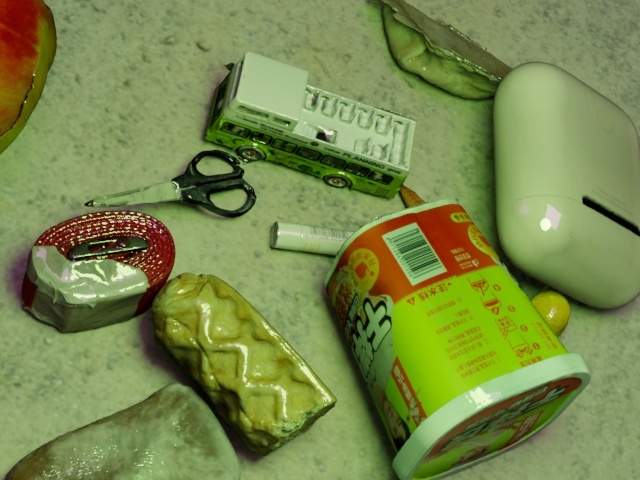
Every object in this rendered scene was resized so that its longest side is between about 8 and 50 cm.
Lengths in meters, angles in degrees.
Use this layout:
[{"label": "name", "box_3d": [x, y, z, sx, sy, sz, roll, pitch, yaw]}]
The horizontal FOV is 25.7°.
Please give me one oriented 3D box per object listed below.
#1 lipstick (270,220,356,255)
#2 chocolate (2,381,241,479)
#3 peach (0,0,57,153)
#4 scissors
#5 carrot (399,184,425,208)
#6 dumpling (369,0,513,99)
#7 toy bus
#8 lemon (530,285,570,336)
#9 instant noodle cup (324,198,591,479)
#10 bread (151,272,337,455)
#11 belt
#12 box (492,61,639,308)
[{"label": "lipstick", "box_3d": [0.000, 0.000, 2.016, 0.141, 0.040, 0.040, 7, 62, -17]}, {"label": "chocolate", "box_3d": [-0.240, 0.296, 1.745, 0.303, 0.100, 0.185, -25, 72, -32]}, {"label": "peach", "box_3d": [-0.526, -0.251, 1.768, 0.370, 0.370, 0.370, 9, 62, -17]}, {"label": "scissors", "box_3d": [-0.206, -0.069, 1.925, 0.300, 0.022, 0.109, -11, 68, -49]}, {"label": "carrot", "box_3d": [0.191, 0.015, 2.075, 0.061, 0.061, 0.257, -18, 68, -27]}, {"label": "dumpling", "box_3d": [0.212, -0.275, 2.211, 0.332, 0.086, 0.166, 27, 26, -6]}, {"label": "toy bus", "box_3d": [-0.007, -0.165, 2.038, 0.301, 0.139, 0.113, 17, 62, -14]}, {"label": "lemon", "box_3d": [0.338, 0.106, 2.077, 0.065, 0.065, 0.092, 16, 53, -13]}, {"label": "instant noodle cup", "box_3d": [0.166, 0.127, 1.899, 0.294, 0.294, 0.308, -15, 64, -27]}, {"label": "bread", "box_3d": [-0.112, 0.155, 1.833, 0.130, 0.152, 0.268, -42, 83, -9]}, {"label": "belt", "box_3d": [-0.289, 0.034, 1.839, 0.201, 0.124, 0.128, -13, 67, -26]}, {"label": "box", "box_3d": [0.377, -0.084, 2.107, 0.288, 0.141, 0.349, 26, 54, -38]}]
